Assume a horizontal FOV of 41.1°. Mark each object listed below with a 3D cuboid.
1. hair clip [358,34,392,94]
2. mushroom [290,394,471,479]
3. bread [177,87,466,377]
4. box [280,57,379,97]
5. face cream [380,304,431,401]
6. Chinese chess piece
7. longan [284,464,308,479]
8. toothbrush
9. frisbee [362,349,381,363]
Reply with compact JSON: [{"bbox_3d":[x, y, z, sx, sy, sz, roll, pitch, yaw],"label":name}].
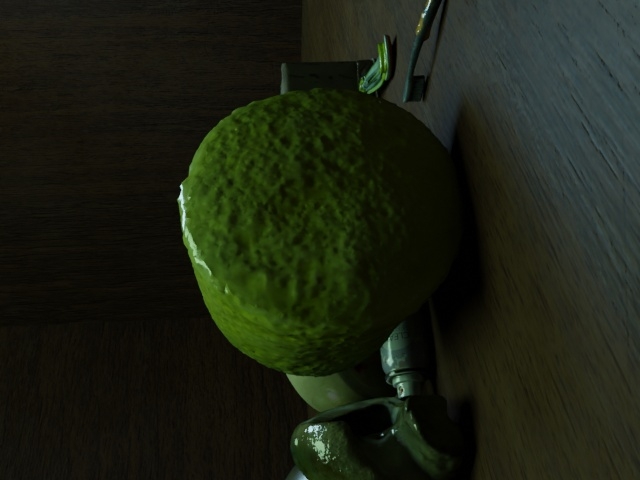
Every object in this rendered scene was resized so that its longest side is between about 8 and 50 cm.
[{"bbox_3d":[0.103,-0.302,1.521,0.188,0.033,0.060,134,132,-75],"label":"hair clip"},{"bbox_3d":[0.082,0.323,1.134,0.292,0.212,0.217,-30,69,63],"label":"mushroom"},{"bbox_3d":[0.000,0.000,1.117,0.308,0.348,0.348,94,172,-64],"label":"bread"},{"bbox_3d":[0.013,-0.191,1.727,0.297,0.190,0.225,99,167,-65],"label":"box"},{"bbox_3d":[0.122,0.126,1.285,0.075,0.075,0.229,98,167,-63],"label":"face cream"},{"bbox_3d":[0.040,0.161,1.384,0.097,0.251,0.251,-25,58,35],"label":"Chinese chess piece"},{"bbox_3d":[0.044,0.448,1.358,0.258,0.258,0.258,178,90,-85],"label":"longan"},{"bbox_3d":[0.143,-0.292,1.121,0.321,0.031,0.023,96,169,-57],"label":"toothbrush"},{"bbox_3d":[0.053,0.071,1.342,0.021,0.251,0.251,-30,53,39],"label":"frisbee"}]
